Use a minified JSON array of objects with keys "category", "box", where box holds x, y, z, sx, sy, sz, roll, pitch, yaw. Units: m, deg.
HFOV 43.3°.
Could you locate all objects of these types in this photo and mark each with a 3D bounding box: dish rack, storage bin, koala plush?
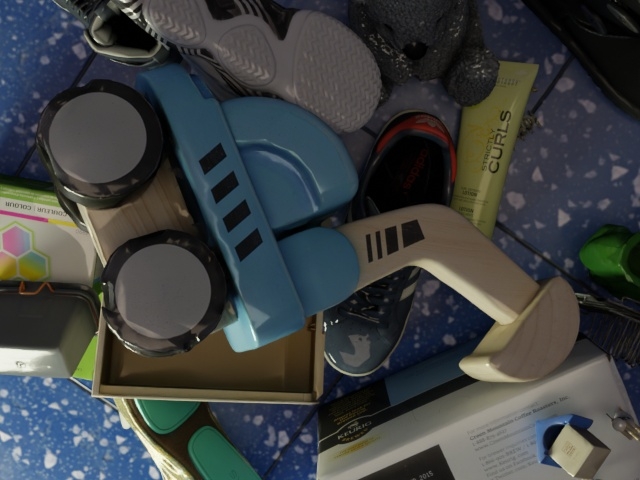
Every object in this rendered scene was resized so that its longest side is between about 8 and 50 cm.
[{"category":"dish rack","box":[0.410,0.132,0.980,0.271,0.208,0.074,23,86,-3]},{"category":"storage bin","box":[-0.118,0.056,0.953,0.260,0.123,0.262,4,79,-10]},{"category":"koala plush","box":[0.096,-0.266,0.891,0.196,0.221,0.203,-3,85,10]},{"category":"storage bin","box":[-0.334,0.105,0.948,0.135,0.091,0.098,2,132,5]}]

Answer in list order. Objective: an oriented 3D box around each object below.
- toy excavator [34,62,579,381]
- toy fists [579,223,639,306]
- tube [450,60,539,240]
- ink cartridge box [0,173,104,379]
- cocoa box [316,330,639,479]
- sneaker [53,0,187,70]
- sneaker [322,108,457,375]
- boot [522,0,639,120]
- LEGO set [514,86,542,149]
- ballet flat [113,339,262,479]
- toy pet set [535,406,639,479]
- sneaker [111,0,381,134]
[{"category":"toy excavator","box":[0.000,0.000,0.812,0.445,0.222,0.433,-23,86,-15]},{"category":"toy fists","box":[0.460,0.055,0.997,0.279,0.142,0.096,19,82,-3]},{"category":"tube","box":[0.203,-0.107,1.013,0.070,0.062,0.240,9,97,-15]},{"category":"ink cartridge box","box":[-0.369,0.055,1.021,0.188,0.097,0.255,10,98,-2]},{"category":"cocoa box","box":[0.194,0.269,0.983,0.347,0.228,0.231,-24,98,3]},{"category":"sneaker","box":[-0.261,-0.281,0.937,0.226,0.163,0.086,37,99,-4]},{"category":"sneaker","box":[0.075,0.011,0.986,0.131,0.148,0.350,13,99,-2]},{"category":"boot","box":[0.372,-0.224,0.797,0.367,0.445,0.146,34,97,-5]},{"category":"LEGO set","box":[0.253,-0.156,1.022,0.054,0.023,0.083,-9,99,2]},{"category":"ballet flat","box":[-0.192,0.246,1.050,0.123,0.123,0.349,-32,95,5]},{"category":"toy pet set","box":[0.273,0.224,0.843,0.114,0.065,0.122,21,103,-39]},{"category":"sneaker","box":[-0.125,-0.219,0.855,0.365,0.210,0.137,33,72,-20]}]
